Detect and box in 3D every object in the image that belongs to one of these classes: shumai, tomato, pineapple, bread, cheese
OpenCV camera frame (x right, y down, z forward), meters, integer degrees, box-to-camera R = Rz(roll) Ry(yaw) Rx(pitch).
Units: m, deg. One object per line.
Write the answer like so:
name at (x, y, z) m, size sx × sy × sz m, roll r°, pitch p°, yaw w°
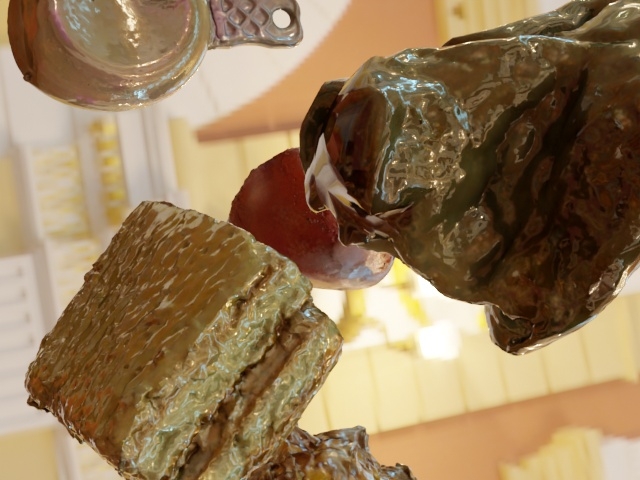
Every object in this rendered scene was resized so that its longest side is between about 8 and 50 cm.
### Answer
shumai at (0.127, -0.084, 1.014) m, size 0.204 × 0.272 × 0.222 m, roll 40°, pitch -26°, yaw -2°
tomato at (0.000, 0.000, 1.668) m, size 0.189 × 0.173 × 0.099 m, roll 108°, pitch -24°, yaw -43°
pineapple at (0.002, 0.226, 1.406) m, size 0.158 × 0.334 × 0.161 m, roll 168°, pitch -57°, yaw -79°
bread at (-0.069, 0.064, 0.871) m, size 0.138 × 0.102 × 0.196 m, roll -57°, pitch -159°, yaw -9°
cheese at (-0.148, -0.205, 1.606) m, size 0.082 × 0.286 × 0.163 m, roll -22°, pitch -102°, yaw 62°
